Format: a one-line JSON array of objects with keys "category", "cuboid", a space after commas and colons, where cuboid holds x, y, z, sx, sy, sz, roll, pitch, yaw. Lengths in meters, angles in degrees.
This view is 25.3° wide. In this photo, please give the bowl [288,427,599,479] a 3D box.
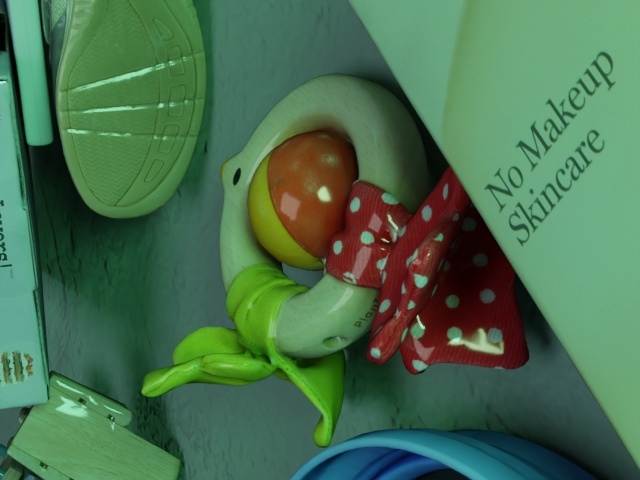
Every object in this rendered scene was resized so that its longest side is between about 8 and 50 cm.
[{"category": "bowl", "cuboid": [0.095, 0.291, 0.783, 0.391, 0.077, 0.391, 20, 116, 51]}]

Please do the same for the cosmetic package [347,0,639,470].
[{"category": "cosmetic package", "cuboid": [0.149, -0.045, 0.578, 0.309, 0.113, 0.160, 59, 141, 24]}]

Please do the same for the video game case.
[{"category": "video game case", "cuboid": [-0.221, -0.201, 1.046, 0.183, 0.023, 0.201, -110, 17, -52]}]

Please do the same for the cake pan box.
[{"category": "cake pan box", "cuboid": [-0.253, -0.042, 1.090, 0.246, 0.070, 0.266, -120, 26, -62]}]

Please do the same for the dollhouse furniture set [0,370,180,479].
[{"category": "dollhouse furniture set", "cuboid": [-0.218, 0.269, 1.223, 0.286, 0.198, 0.303, -59, 10, -5]}]

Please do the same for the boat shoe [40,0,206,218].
[{"category": "boat shoe", "cuboid": [-0.140, -0.160, 0.975, 0.092, 0.103, 0.285, -134, 37, -65]}]

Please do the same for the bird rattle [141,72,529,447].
[{"category": "bird rattle", "cuboid": [0.000, 0.000, 0.798, 0.253, 0.143, 0.207, -43, 48, 48]}]
